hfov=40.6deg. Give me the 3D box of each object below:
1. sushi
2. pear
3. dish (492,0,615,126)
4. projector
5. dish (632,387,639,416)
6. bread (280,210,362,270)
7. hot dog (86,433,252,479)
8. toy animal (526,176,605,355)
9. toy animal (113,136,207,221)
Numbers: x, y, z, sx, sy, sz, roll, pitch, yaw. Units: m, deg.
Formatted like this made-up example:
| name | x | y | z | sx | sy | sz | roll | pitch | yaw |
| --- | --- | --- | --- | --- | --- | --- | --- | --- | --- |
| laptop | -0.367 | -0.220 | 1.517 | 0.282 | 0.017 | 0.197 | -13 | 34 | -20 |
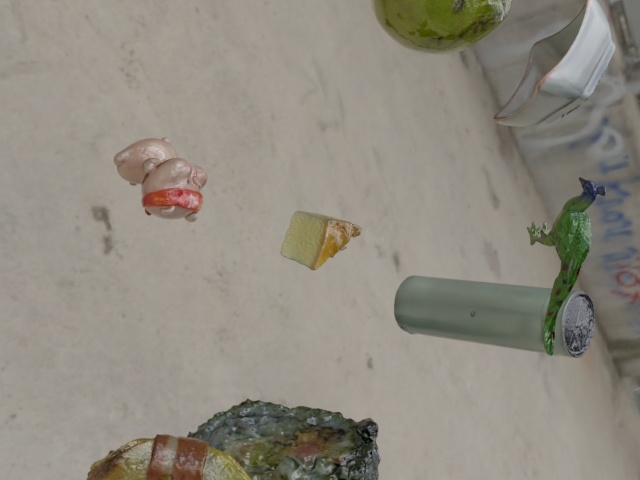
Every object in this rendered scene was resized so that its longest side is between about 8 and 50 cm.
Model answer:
| name | x | y | z | sx | sy | sz | roll | pitch | yaw |
| --- | --- | --- | --- | --- | --- | --- | --- | --- | --- |
| sushi | -0.078 | 0.433 | 1.552 | 0.294 | 0.351 | 0.178 | -50 | 140 | -61 |
| pear | 0.207 | -0.425 | 1.499 | 0.212 | 0.269 | 0.213 | -9 | 104 | -44 |
| dish | 0.337 | -0.234 | 1.221 | 0.151 | 0.077 | 0.212 | -59 | -178 | -9 |
| projector | 0.280 | 0.123 | 1.438 | 0.108 | 0.337 | 0.108 | -4 | 95 | -45 |
| dish | 0.780 | 0.389 | 1.806 | 0.080 | 0.181 | 0.243 | 81 | 1 | -49 |
| bread | 0.000 | 0.000 | 1.333 | 0.109 | 0.084 | 0.080 | 9 | 99 | -58 |
| hot dog | -0.227 | 0.362 | 1.362 | 0.093 | 0.261 | 0.123 | -93 | -161 | -71 |
| toy animal | 0.266 | 0.023 | 0.986 | 0.041 | 0.075 | 0.217 | -8 | 121 | -34 |
| toy animal | -0.340 | -0.130 | 1.890 | 0.198 | 0.171 | 0.171 | 48 | 22 | 13 |
